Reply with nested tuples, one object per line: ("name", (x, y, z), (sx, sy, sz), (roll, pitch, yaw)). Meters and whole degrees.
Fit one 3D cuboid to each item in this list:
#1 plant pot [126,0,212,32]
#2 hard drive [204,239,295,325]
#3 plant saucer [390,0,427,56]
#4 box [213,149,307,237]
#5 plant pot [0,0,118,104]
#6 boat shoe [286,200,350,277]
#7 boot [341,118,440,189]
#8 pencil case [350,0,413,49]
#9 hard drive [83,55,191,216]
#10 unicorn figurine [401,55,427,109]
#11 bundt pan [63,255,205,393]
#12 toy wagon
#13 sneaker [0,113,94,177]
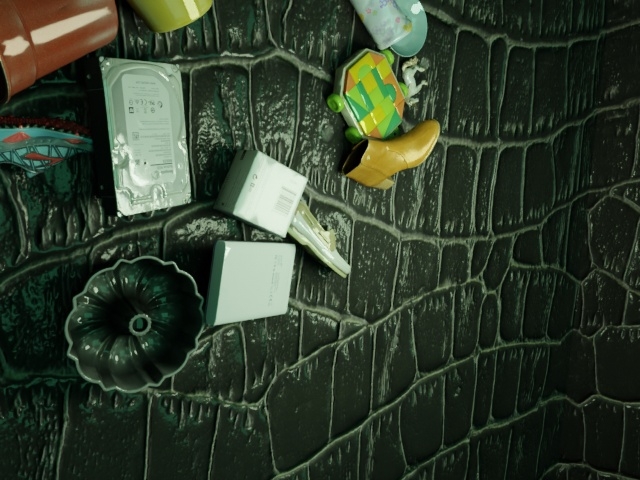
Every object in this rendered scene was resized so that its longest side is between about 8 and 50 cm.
("plant pot", (-0.356, -0.602, 1.195), (0.254, 0.254, 0.239), (-45, 136, -22))
("hard drive", (-0.181, 0.108, 1.493), (0.318, 0.040, 0.210), (3, 96, -60))
("plant saucer", (0.261, -0.685, 1.758), (0.194, 0.037, 0.195), (-7, 102, -35))
("box", (-0.160, -0.127, 1.491), (0.181, 0.119, 0.181), (25, 83, -36))
("plant pot", (-0.563, -0.440, 1.063), (0.265, 0.272, 0.273), (-39, 119, -35))
("boat shoe", (0.000, 0.000, 1.639), (0.302, 0.113, 0.103), (43, 78, -33))
("boot", (0.215, -0.280, 1.689), (0.211, 0.104, 0.295), (16, 123, -47))
("pencil case", (0.158, -0.698, 1.606), (0.124, 0.113, 0.273), (-32, 112, 16))
("hard drive", (-0.409, -0.238, 1.267), (0.237, 0.064, 0.339), (-20, 112, -58))
("unicorn figurine", (0.305, -0.515, 1.816), (0.111, 0.060, 0.162), (-31, 99, -28))
("bundt pan", (-0.455, 0.189, 1.326), (0.330, 0.124, 0.331), (-8, 103, -37))
("toy wagon", (0.173, -0.417, 1.722), (0.267, 0.068, 0.344), (-46, 122, -21))
("sneaker", (-0.604, -0.198, 1.179), (0.261, 0.104, 0.125), (-2, 122, -37))
